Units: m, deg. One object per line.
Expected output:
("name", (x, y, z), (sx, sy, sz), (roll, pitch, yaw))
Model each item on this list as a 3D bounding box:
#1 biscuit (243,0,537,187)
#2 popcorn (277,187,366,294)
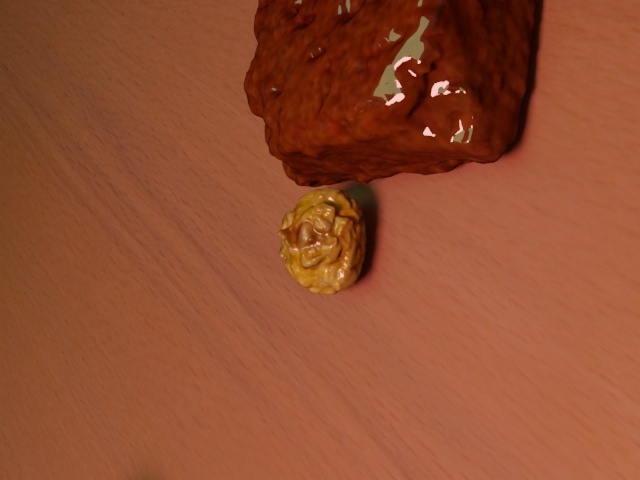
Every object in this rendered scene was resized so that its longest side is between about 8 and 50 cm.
("biscuit", (0.073, -0.269, 1.097), (0.342, 0.166, 0.395), (-3, 74, 48))
("popcorn", (0.000, 0.000, 1.133), (0.106, 0.116, 0.121), (8, 119, 18))
